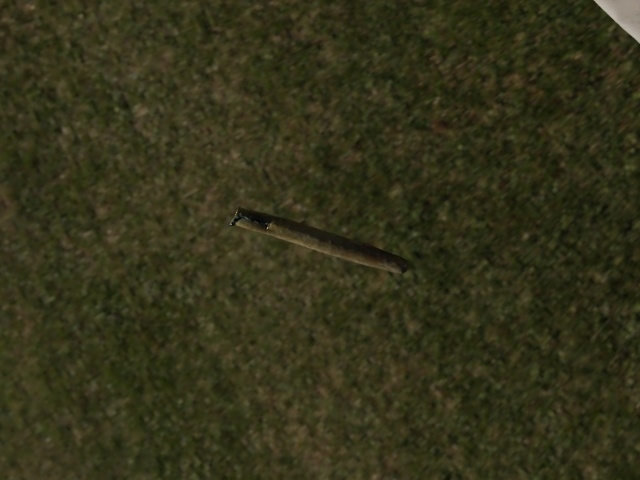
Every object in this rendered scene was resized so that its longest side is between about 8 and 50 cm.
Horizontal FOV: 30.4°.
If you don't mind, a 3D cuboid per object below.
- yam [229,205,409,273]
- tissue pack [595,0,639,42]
[{"bbox_3d":[0.000,0.000,0.687,0.107,0.014,0.014,16,126,3],"label":"yam"},{"bbox_3d":[0.248,-0.174,0.561,0.343,0.125,0.242,33,130,-32],"label":"tissue pack"}]
